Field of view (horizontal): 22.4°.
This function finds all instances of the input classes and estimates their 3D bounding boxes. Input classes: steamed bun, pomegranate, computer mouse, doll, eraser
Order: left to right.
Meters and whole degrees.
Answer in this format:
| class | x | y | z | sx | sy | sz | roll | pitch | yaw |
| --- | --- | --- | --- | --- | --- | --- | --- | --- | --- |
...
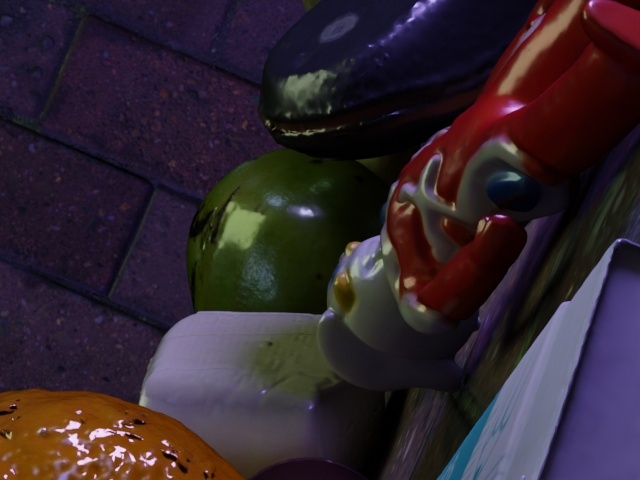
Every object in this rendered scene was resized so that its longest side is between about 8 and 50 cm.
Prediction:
| class | x | y | z | sx | sy | sz | roll | pitch | yaw |
| --- | --- | --- | --- | --- | --- | --- | --- | --- | --- |
| steamed bun | -0.045 | 0.153 | 1.346 | 0.250 | 0.200 | 0.155 | -60 | -31 | -69 |
| pomegranate | 0.000 | 0.000 | 1.657 | 0.341 | 0.260 | 0.260 | -63 | -1 | -19 |
| computer mouse | 0.093 | -0.167 | 1.227 | 0.323 | 0.116 | 0.183 | -41 | 31 | -15 |
| doll | 0.091 | -0.033 | 0.857 | 0.384 | 0.099 | 0.188 | 118 | 176 | -50 |
| eraser | 0.051 | 0.098 | 0.453 | 0.225 | 0.052 | 0.095 | 114 | -179 | -57 |

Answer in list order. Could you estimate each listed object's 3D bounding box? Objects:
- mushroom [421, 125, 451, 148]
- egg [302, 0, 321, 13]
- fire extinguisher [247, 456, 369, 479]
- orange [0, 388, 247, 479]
| class | x | y | z | sx | sy | sz | roll | pitch | yaw |
| --- | --- | --- | --- | --- | --- | --- | --- | --- | --- |
| mushroom | 0.106 | -0.043 | 1.147 | 0.083 | 0.067 | 0.083 | 171 | 90 | -73 |
| egg | 0.102 | -0.269 | 1.465 | 0.310 | 0.279 | 0.279 | 90 | -162 | -46 |
| fire extinguisher | -0.018 | 0.176 | 0.823 | 0.138 | 0.102 | 0.344 | -42 | -2 | -5 |
| orange | -0.178 | 0.276 | 1.096 | 0.293 | 0.340 | 0.340 | 101 | -169 | -63 |
